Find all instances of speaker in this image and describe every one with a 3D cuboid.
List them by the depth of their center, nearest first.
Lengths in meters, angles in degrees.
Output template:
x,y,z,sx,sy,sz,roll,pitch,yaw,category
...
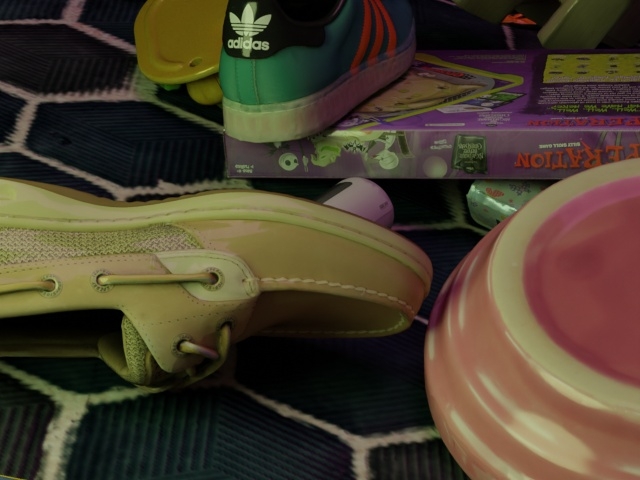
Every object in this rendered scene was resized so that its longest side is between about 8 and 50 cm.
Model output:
x,y,z,sx,sy,sz,roll,pitch,yaw,category
0.000,0.000,1.202,0.055,0.055,0.136,23,27,19,speaker

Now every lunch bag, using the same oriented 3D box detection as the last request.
x,y,z,sx,sy,sz,roll,pitch,yaw,category
0.156,-0.027,1.337,0.071,0.053,0.083,25,18,19,lunch bag

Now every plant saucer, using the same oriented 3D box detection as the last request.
x,y,z,sx,sy,sz,roll,pitch,yaw,category
0.228,0.052,1.048,0.332,0.084,0.332,-3,40,3,plant saucer

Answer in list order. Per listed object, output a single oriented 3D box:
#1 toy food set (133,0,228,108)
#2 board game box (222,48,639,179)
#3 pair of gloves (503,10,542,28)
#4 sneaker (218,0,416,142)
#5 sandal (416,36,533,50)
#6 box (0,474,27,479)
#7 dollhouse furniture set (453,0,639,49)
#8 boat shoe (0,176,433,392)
x,y,z,sx,sy,sz,roll,pitch,yaw,category
-0.090,-0.180,1.492,0.128,0.071,0.218,-23,37,9,toy food set
0.113,-0.104,1.381,0.346,0.056,0.208,1,19,11,board game box
0.215,-0.249,1.871,0.074,0.010,0.083,5,26,-16,pair of gloves
0.005,-0.180,1.364,0.108,0.121,0.302,5,24,18,sneaker
0.181,-0.149,1.595,0.254,0.054,0.097,18,26,9,sandal
-0.122,0.155,0.821,0.168,0.054,0.059,11,25,-3,box
0.236,-0.379,1.698,0.394,0.256,0.362,17,30,-45,dollhouse furniture set
-0.098,0.039,1.031,0.341,0.122,0.110,5,64,-12,boat shoe
